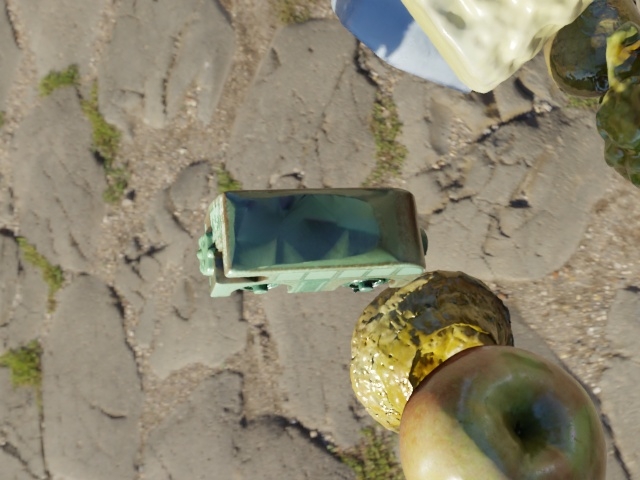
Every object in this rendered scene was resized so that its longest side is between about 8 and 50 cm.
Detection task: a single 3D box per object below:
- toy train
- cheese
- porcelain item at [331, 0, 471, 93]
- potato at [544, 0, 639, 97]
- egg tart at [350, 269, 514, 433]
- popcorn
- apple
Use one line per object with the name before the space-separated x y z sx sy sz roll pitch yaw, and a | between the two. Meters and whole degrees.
toy train | 0.000 0.000 1.119 0.159 0.326 0.129 132 135 -69
cheese | 0.114 -0.154 0.395 0.167 0.094 0.123 -40 26 11
porcelain item | 0.182 -0.342 0.753 0.405 0.243 0.178 -57 48 25
potato | 0.566 -0.393 1.704 0.229 0.229 0.266 -15 50 31
egg tart | 0.214 0.213 1.492 0.129 0.341 0.341 -142 69 -70
popcorn | 0.612 -0.210 1.408 0.335 0.274 0.279 31 102 63
apple | 0.269 0.319 1.277 0.319 0.319 0.277 66 152 18
